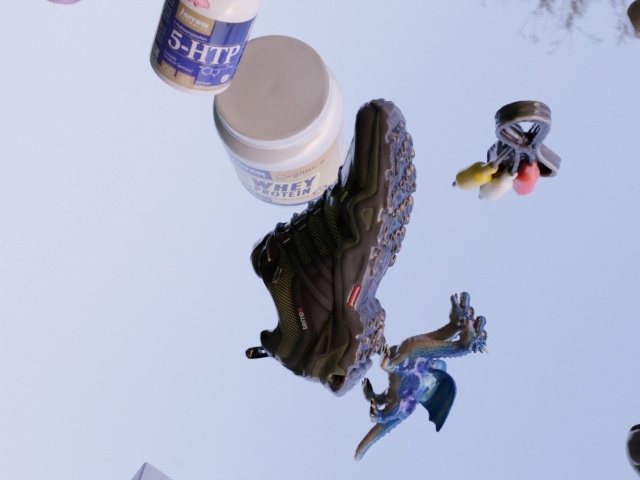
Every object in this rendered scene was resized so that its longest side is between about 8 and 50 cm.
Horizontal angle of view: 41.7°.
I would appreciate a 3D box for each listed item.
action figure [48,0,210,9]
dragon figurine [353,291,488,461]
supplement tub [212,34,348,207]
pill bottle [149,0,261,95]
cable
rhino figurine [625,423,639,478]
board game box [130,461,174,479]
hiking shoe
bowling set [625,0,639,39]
[{"bbox_3d":[-0.229,-0.334,0.756,0.248,0.370,0.275,-52,-159,21],"label":"action figure"},{"bbox_3d":[0.137,0.206,1.160,0.085,0.144,0.289,-109,-148,-72],"label":"dragon figurine"},{"bbox_3d":[-0.068,-0.207,1.511,0.228,0.316,0.228,-1,-106,4],"label":"supplement tub"},{"bbox_3d":[-0.134,-0.278,1.015,0.186,0.112,0.112,-61,-139,44],"label":"pill bottle"},{"bbox_3d":[0.261,-0.103,1.076,0.140,0.287,0.072,5,-97,-1],"label":"cable"},{"bbox_3d":[0.457,0.326,1.030,0.106,0.073,0.243,-28,-95,51],"label":"rhino figurine"},{"bbox_3d":[-0.280,0.436,0.911,0.318,0.066,0.318,-53,-173,2],"label":"board game box"},{"bbox_3d":[0.000,0.000,0.634,0.114,0.086,0.226,15,-82,18],"label":"hiking shoe"},{"bbox_3d":[0.491,-0.175,0.989,0.154,0.287,0.200,-22,-159,13],"label":"bowling set"}]
